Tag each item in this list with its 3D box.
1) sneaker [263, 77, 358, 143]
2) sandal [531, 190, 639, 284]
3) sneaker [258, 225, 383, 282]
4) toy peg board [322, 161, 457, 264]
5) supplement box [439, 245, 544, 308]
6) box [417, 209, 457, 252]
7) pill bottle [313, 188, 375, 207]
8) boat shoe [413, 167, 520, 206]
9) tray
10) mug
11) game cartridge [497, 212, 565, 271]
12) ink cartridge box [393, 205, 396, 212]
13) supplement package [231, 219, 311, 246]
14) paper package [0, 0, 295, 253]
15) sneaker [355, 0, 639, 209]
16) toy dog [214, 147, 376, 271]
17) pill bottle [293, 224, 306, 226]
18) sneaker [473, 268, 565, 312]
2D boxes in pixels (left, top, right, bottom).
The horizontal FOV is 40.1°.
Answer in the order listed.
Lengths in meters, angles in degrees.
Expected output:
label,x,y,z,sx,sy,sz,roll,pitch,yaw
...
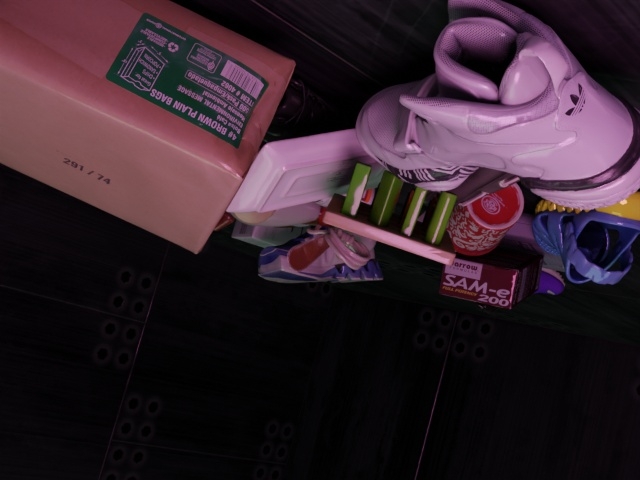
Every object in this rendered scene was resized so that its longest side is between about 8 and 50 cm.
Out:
label,x,y,z,sx,sy,sz,roll,pitch,yaw
sneaker,-0.035,-0.162,1.178,0.286,0.109,0.130,17,169,-22
sandal,0.404,0.002,1.363,0.126,0.138,0.317,13,174,0
sneaker,0.001,0.000,1.920,0.315,0.182,0.127,3,170,-40
toy peg board,0.096,-0.046,1.088,0.161,0.079,0.160,19,-168,1
supplement box,0.310,0.059,1.564,0.130,0.073,0.239,12,-171,24
box,0.311,0.035,1.844,0.067,0.063,0.324,-40,133,24
pill bottle,0.018,-0.102,1.576,0.152,0.086,0.086,22,170,-36
boat shoe,0.210,-0.095,1.130,0.095,0.112,0.335,21,168,-9
tray,0.017,-0.092,1.145,0.270,0.030,0.145,-14,155,-35
mug,0.246,-0.048,1.421,0.150,0.113,0.169,12,169,0
game cartridge,0.391,-0.001,1.687,0.196,0.060,0.294,16,174,25
ink cartridge box,0.122,-0.086,1.559,0.029,0.063,0.115,15,173,9
supplement package,-0.060,-0.034,2.054,0.244,0.134,0.139,19,172,-25
paper package,-0.235,-0.155,1.038,0.325,0.168,0.309,26,158,-9
sneaker,0.134,-0.144,0.874,0.366,0.137,0.210,17,167,48
toy dog,-0.067,-0.030,1.637,0.333,0.161,0.220,37,-156,-6
pill bottle,-0.055,-0.078,1.830,0.103,0.103,0.184,19,172,-24
sneaker,0.422,0.104,2.036,0.293,0.146,0.102,18,172,-15
